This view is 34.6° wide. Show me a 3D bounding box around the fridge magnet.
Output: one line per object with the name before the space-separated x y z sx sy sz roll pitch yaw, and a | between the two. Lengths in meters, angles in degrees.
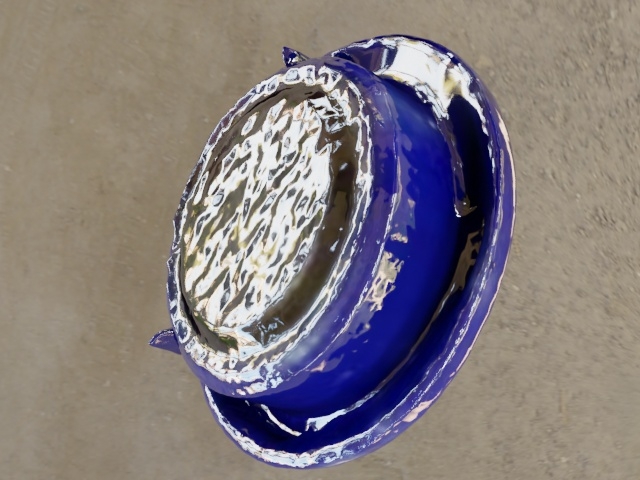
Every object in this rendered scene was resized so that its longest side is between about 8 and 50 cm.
fridge magnet | 0.000 0.000 0.604 0.265 0.112 0.266 -24 56 42
